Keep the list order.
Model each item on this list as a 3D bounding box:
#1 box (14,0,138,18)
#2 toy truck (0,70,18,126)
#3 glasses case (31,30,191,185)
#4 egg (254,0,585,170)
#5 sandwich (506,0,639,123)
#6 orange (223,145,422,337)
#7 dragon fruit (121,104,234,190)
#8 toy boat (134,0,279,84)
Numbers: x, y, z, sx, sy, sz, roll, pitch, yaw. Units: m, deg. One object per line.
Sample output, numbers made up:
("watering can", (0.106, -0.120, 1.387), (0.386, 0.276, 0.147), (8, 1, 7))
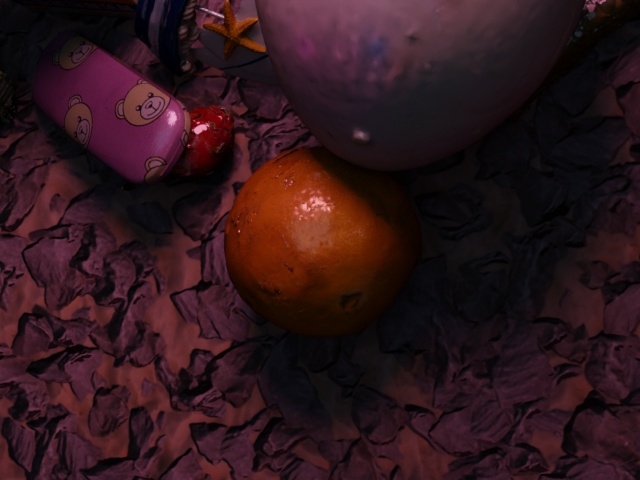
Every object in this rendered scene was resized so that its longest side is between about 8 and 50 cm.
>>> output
("box", (-0.351, -0.380, 1.232), (0.200, 0.299, 0.106), (7, 89, 12))
("toy truck", (-0.545, -0.268, 1.362), (0.259, 0.128, 0.135), (32, 80, 12))
("glasses case", (-0.287, -0.181, 1.280), (0.316, 0.076, 0.123), (35, 100, 35))
("egg", (0.096, -0.239, 1.038), (0.354, 0.354, 0.340), (16, 120, 13))
("sandwich", (0.273, -0.344, 1.200), (0.301, 0.099, 0.271), (-39, 83, 9))
("orange", (0.000, 0.000, 1.168), (0.240, 0.240, 0.240), (-1, 86, 12))
("dragon fruit", (-0.194, -0.109, 1.296), (0.190, 0.094, 0.094), (-34, 80, 17))
("toy boat", (-0.095, -0.264, 1.255), (0.291, 0.220, 0.067), (18, 56, -7))
